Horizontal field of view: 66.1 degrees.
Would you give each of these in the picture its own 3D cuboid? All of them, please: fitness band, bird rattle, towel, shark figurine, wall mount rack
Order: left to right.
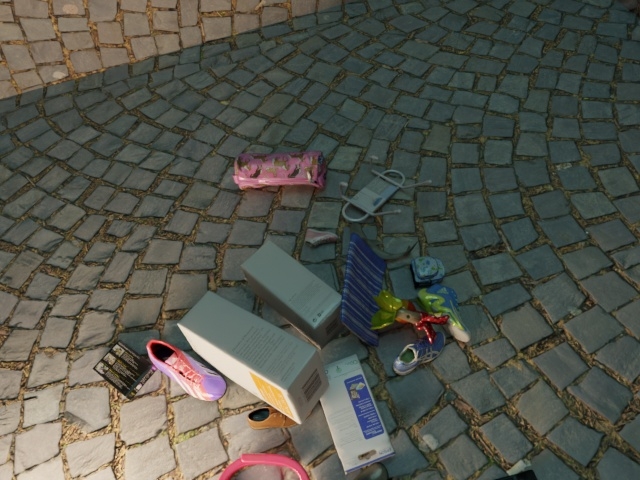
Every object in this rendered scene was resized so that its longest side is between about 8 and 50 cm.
[{"bbox_3d":[-0.168,0.743,1.449,0.290,0.054,0.209,0,59,8],"label":"fitness band"},{"bbox_3d":[0.152,0.167,1.683,0.040,0.243,0.336,-12,53,31],"label":"towel"},{"bbox_3d":[0.209,0.019,1.846,0.278,0.116,0.166,22,63,22],"label":"shark figurine"},{"bbox_3d":[0.253,-0.197,1.956,0.304,0.131,0.350,32,60,29],"label":"wall mount rack"},{"bbox_3d":[0.293,0.237,1.643,0.253,0.207,0.143,9,97,0],"label":"bird rattle"}]

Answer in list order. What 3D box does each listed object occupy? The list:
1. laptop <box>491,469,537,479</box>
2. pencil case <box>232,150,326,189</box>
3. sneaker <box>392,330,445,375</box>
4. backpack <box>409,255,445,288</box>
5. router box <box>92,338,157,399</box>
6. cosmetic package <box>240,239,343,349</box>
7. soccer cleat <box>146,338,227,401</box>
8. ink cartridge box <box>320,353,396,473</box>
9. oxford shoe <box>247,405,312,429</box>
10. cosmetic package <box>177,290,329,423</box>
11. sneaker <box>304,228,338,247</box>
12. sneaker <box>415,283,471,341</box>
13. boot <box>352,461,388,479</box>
[{"bbox_3d":[0.505,0.752,1.303,0.264,0.137,0.234,-14,56,-2],"label":"laptop"},{"bbox_3d":[-0.169,-0.295,2.077,0.385,0.167,0.160,0,92,7],"label":"pencil case"},{"bbox_3d":[0.330,0.365,1.617,0.211,0.081,0.080,-34,57,-17],"label":"sneaker"},{"bbox_3d":[0.390,0.109,1.778,0.114,0.084,0.105,-6,58,0],"label":"backpack"},{"bbox_3d":[-0.679,0.447,1.709,0.178,0.046,0.133,28,64,23],"label":"router box"},{"bbox_3d":[-0.091,0.188,1.720,0.365,0.197,0.155,38,69,25],"label":"cosmetic package"},{"bbox_3d":[-0.454,0.432,1.648,0.318,0.116,0.109,26,63,22],"label":"soccer cleat"},{"bbox_3d":[0.097,0.538,1.542,0.165,0.065,0.333,-18,55,-5],"label":"ink cartridge box"},{"bbox_3d":[-0.129,0.550,1.556,0.212,0.076,0.076,-13,54,-4],"label":"oxford shoe"},{"bbox_3d":[-0.212,0.359,1.553,0.453,0.230,0.161,22,55,31],"label":"cosmetic package"},{"bbox_3d":[0.000,0.000,1.921,0.134,0.051,0.070,11,60,18],"label":"sneaker"},{"bbox_3d":[0.447,0.231,1.686,0.126,0.091,0.240,-36,59,-17],"label":"sneaker"},{"bbox_3d":[0.095,0.710,1.367,0.246,0.161,0.083,-37,60,-17],"label":"boot"}]
